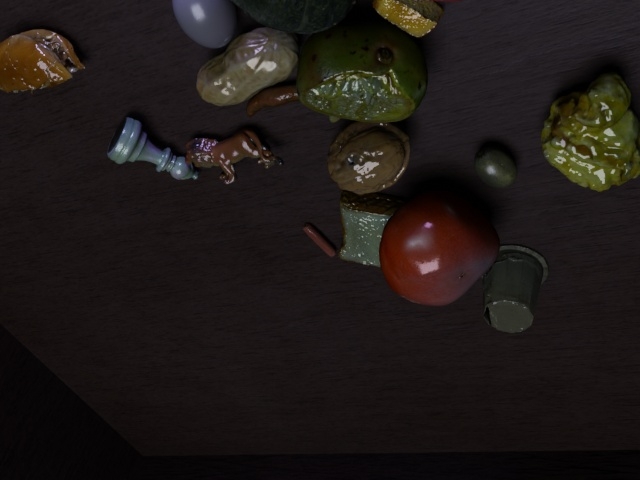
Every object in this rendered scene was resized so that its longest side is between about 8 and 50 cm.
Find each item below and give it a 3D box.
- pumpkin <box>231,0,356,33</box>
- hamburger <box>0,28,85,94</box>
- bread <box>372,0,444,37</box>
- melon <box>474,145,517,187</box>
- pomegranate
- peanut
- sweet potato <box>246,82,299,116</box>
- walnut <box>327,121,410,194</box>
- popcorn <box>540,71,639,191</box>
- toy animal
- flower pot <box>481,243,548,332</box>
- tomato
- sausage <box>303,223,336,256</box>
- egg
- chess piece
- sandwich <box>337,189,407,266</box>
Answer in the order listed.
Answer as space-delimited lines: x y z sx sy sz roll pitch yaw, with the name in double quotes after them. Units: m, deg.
-0.061 -0.597 1.589 0.327 0.292 0.257 21 169 -20 "pumpkin"
-0.801 -0.489 2.059 0.282 0.144 0.157 -3 134 25 "hamburger"
0.186 -0.532 1.696 0.187 0.103 0.065 27 140 -16 "bread"
0.459 -0.191 1.969 0.130 0.098 0.098 35 136 -21 "melon"
0.088 -0.406 1.794 0.309 0.216 0.358 5 176 -16 "pomegranate"
-0.190 -0.435 1.897 0.313 0.152 0.152 -19 127 37 "peanut"
-0.115 -0.380 2.001 0.255 0.058 0.078 -9 152 33 "sweet potato"
0.126 -0.222 1.984 0.245 0.198 0.198 -26 123 29 "walnut"
0.638 -0.251 1.790 0.225 0.174 0.286 -5 133 34 "popcorn"
-0.257 -0.253 2.162 0.312 0.097 0.158 -17 122 31 "toy animal"
0.556 0.149 2.229 0.212 0.203 0.212 13 138 12 "flower pot"
0.323 0.036 2.076 0.273 0.341 0.341 42 156 40 "tomato"
0.000 0.000 2.386 0.035 0.030 0.147 -25 123 39 "sausage"
-0.275 -0.551 1.803 0.146 0.147 0.199 3 143 17 "egg"
-0.481 -0.249 2.237 0.271 0.139 0.139 25 139 -26 "chess piece"
0.162 -0.026 2.260 0.226 0.087 0.251 8 138 10 "sandwich"
